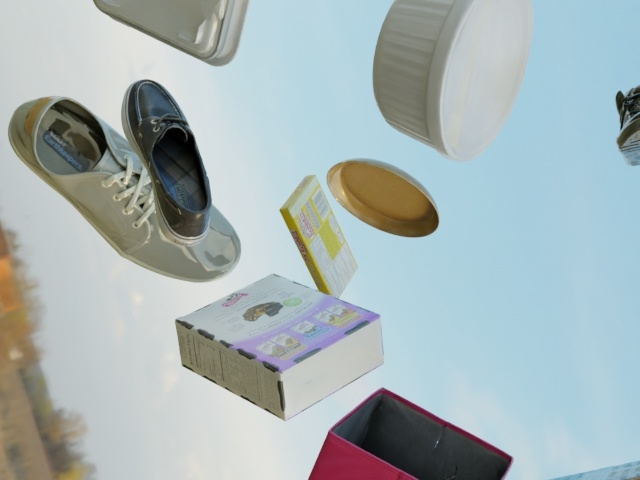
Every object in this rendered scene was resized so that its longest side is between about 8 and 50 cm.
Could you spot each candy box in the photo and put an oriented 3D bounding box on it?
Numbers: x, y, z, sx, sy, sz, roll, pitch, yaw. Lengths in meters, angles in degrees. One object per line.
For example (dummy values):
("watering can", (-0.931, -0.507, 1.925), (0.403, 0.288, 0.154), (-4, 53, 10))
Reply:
("candy box", (0.000, 0.000, 1.946), (0.027, 0.105, 0.205), (-2, -54, 36))
("candy box", (-0.050, 0.122, 1.370), (0.196, 0.165, 0.070), (20, -56, 43))

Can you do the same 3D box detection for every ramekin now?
("ramekin", (0.179, -0.253, 1.576), (0.127, 0.273, 0.272), (21, -44, 28))

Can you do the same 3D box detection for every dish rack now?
("dish rack", (-0.263, -0.470, 1.936), (0.333, 0.072, 0.285), (28, -64, 25))

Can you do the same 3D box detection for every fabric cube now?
("fabric cube", (0.118, 0.427, 1.791), (0.259, 0.254, 0.258), (26, -74, 16))

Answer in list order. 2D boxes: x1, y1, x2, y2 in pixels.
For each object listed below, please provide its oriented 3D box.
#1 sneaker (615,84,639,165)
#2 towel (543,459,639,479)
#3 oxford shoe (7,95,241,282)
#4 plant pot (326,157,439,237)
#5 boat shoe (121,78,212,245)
("sneaker", (0.509, -0.199, 1.806), (0.227, 0.087, 0.130), (19, 64, -72))
("towel", (0.345, 0.289, 1.330), (0.370, 0.272, 0.040), (26, 49, -72))
("oxford shoe", (-0.318, -0.080, 1.887), (0.449, 0.169, 0.130), (38, -22, -15))
("plant pot", (0.124, -0.087, 2.184), (0.236, 0.032, 0.236), (22, -25, 11))
("boat shoe", (-0.175, -0.106, 1.319), (0.076, 0.080, 0.228), (122, -42, -53))
